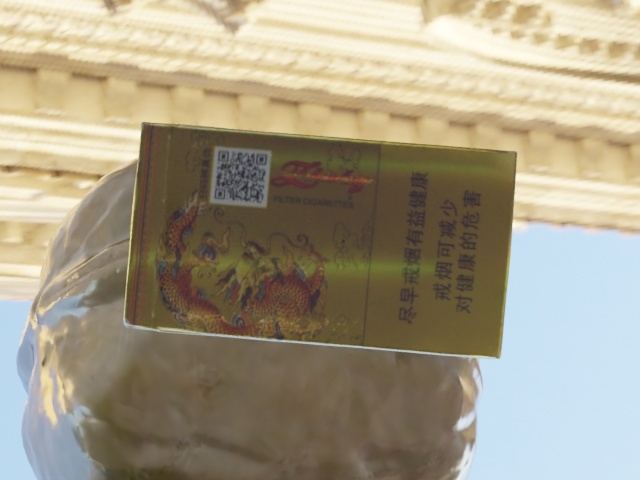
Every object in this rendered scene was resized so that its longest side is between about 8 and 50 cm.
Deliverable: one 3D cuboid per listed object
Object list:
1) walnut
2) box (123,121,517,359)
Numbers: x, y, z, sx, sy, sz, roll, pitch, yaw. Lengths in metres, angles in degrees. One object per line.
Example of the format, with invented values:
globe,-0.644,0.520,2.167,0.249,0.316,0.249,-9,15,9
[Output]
walnut,-0.057,0.107,1.430,0.381,0.381,0.381,2,-94,-29
box,0.000,0.000,0.746,0.156,0.022,0.089,3,-93,5
